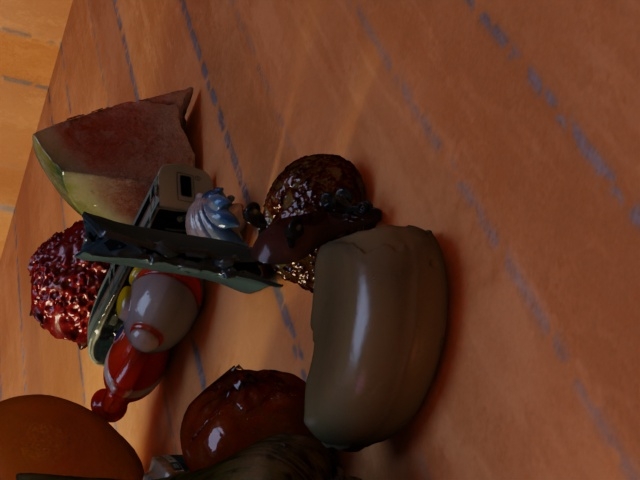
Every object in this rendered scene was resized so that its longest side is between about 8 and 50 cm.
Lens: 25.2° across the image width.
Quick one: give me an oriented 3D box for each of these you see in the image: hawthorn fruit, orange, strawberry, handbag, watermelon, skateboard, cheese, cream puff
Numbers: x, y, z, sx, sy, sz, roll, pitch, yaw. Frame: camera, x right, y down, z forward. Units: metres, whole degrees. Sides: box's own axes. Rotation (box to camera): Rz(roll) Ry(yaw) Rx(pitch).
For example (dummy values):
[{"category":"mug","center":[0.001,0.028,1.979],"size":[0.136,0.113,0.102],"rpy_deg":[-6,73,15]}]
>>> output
[{"category":"hawthorn fruit","center":[-0.056,0.207,1.374],"size":[0.148,0.148,0.172],"rpy_deg":[-139,32,-67]},{"category":"orange","center":[-0.378,0.359,1.908],"size":[0.312,0.312,0.312],"rpy_deg":[-169,90,-70]},{"category":"strawberry","center":[-0.363,0.047,2.209],"size":[0.184,0.186,0.201],"rpy_deg":[42,127,24]},{"category":"handbag","center":[-0.160,0.016,1.620],"size":[0.144,0.221,0.057],"rpy_deg":[-173,96,-71]},{"category":"watermelon","center":[-0.280,-0.109,2.082],"size":[0.310,0.231,0.193],"rpy_deg":[54,-157,-51]},{"category":"skateboard","center":[0.000,0.000,1.337],"size":[0.067,0.151,0.080],"rpy_deg":[20,113,43]},{"category":"cheese","center":[0.042,0.084,1.239],"size":[0.175,0.091,0.203],"rpy_deg":[178,103,-71]},{"category":"cream puff","center":[-0.012,-0.019,1.446],"size":[0.149,0.084,0.149],"rpy_deg":[-170,90,-71]}]

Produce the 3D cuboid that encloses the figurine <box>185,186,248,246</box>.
[{"category":"figurine","center":[-0.123,-0.010,1.768],"size":[0.114,0.079,0.114],"rpy_deg":[41,147,34]}]

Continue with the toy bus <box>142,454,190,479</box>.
[{"category":"toy bus","center":[-0.161,0.333,1.626],"size":[0.091,0.103,0.182],"rpy_deg":[-162,84,-69]}]

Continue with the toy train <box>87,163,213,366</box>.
[{"category":"toy train","center":[-0.258,0.045,2.053],"size":[0.407,0.086,0.088],"rpy_deg":[124,145,-46]}]

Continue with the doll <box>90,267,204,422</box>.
[{"category":"doll","center":[-0.231,0.115,1.912],"size":[0.336,0.105,0.200],"rpy_deg":[-58,5,47]}]

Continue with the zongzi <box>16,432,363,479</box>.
[{"category":"zongzi","center":[-0.134,0.236,1.265],"size":[0.360,0.160,0.323],"rpy_deg":[39,132,22]}]
